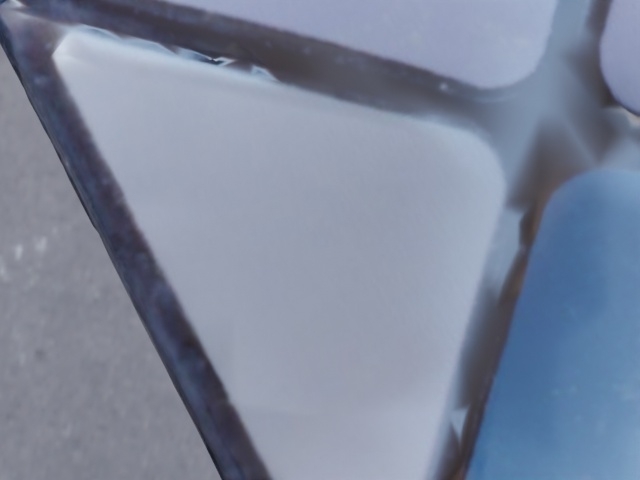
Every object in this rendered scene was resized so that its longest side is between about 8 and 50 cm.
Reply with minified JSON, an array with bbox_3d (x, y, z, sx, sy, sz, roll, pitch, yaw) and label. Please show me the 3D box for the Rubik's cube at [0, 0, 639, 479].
[{"bbox_3d":[0.105,-0.030,0.727,0.310,0.305,0.307,-31,75,8],"label":"Rubik's cube"}]
